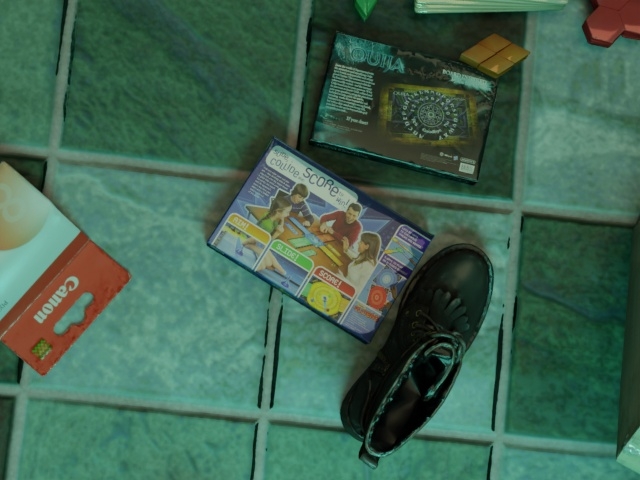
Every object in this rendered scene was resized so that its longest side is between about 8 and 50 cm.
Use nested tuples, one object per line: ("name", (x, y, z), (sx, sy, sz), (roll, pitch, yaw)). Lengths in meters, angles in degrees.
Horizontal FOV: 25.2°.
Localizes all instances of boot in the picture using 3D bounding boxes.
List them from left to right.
("boot", (0.110, 0.110, 1.405), (0.091, 0.229, 0.263), (32, 81, -1))

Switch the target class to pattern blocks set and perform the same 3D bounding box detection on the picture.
("pattern blocks set", (0.187, -0.318, 1.553), (0.325, 0.026, 0.285), (-10, 79, -9))

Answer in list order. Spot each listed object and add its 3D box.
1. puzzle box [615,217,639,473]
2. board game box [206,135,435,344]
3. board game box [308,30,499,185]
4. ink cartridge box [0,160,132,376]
("puzzle box", (0.422, 0.131, 1.383), (0.272, 0.409, 0.052), (28, 123, -2))
("board game box", (0.000, 0.000, 1.505), (0.201, 0.035, 0.136), (33, 81, -1))
("board game box", (0.091, -0.142, 1.536), (0.186, 0.026, 0.126), (14, 81, -4))
("ink cartridge box", (-0.308, 0.030, 1.467), (0.179, 0.045, 0.145), (41, 82, 3))
